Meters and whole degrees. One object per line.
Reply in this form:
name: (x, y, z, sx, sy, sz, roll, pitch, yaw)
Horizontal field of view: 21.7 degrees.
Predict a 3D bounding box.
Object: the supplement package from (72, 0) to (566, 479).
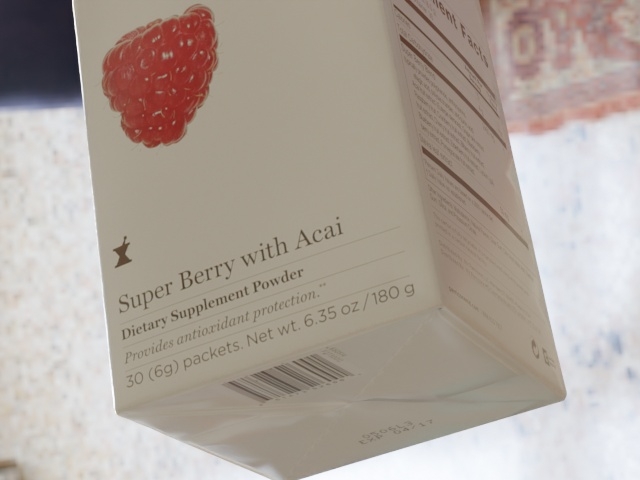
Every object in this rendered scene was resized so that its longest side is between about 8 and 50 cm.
supplement package: (-0.007, -0.048, 0.877, 0.177, 0.175, 0.293, -20, 63, 21)
